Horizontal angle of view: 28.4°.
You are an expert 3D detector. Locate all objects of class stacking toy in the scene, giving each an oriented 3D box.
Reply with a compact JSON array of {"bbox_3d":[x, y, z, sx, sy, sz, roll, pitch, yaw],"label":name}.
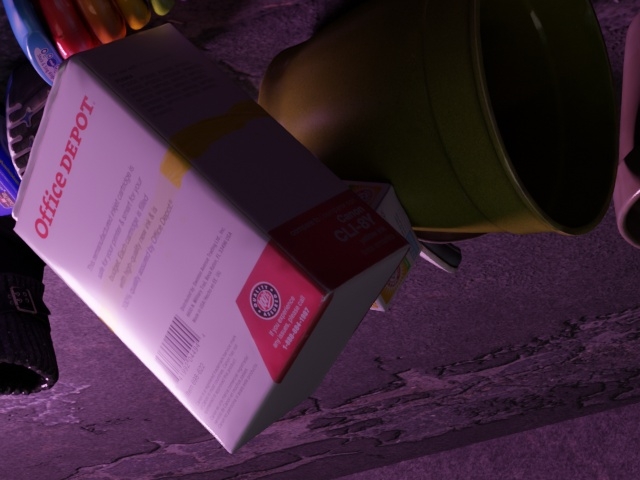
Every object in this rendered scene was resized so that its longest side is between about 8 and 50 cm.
[{"bbox_3d":[-0.197,-0.302,1.387,0.301,0.166,0.175,-23,156,-1],"label":"stacking toy"}]

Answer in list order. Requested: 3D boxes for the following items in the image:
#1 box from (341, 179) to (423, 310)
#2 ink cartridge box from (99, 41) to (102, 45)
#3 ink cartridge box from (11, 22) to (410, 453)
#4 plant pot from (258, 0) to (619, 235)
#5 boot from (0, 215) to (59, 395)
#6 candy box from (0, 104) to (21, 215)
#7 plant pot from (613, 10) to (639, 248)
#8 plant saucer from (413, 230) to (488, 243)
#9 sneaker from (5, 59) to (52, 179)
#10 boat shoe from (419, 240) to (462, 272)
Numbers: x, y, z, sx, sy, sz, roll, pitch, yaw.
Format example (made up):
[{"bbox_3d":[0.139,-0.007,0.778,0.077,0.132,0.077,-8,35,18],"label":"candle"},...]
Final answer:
[{"bbox_3d":[0.000,0.000,1.492,0.203,0.103,0.114,6,140,38],"label":"box"},{"bbox_3d":[-0.271,-0.147,1.592,0.067,0.198,0.115,20,168,31],"label":"ink cartridge box"},{"bbox_3d":[-0.133,-0.008,1.390,0.160,0.384,0.279,-31,158,-46],"label":"ink cartridge box"},{"bbox_3d":[0.125,-0.162,1.542,0.353,0.367,0.366,-10,156,34],"label":"plant pot"},{"bbox_3d":[-0.535,0.083,1.919,0.131,0.260,0.348,-24,149,31],"label":"boot"},{"bbox_3d":[-0.577,-0.117,1.664,0.317,0.122,0.268,-10,155,3],"label":"candy box"},{"bbox_3d":[0.518,-0.170,1.639,0.323,0.280,0.323,-6,153,-3],"label":"plant pot"},{"bbox_3d":[0.238,-0.115,1.868,0.310,0.050,0.311,-16,143,-13],"label":"plant saucer"},{"bbox_3d":[-0.355,-0.109,1.716,0.129,0.147,0.330,-29,135,-15],"label":"sneaker"},{"bbox_3d":[0.152,-0.041,2.005,0.099,0.116,0.319,-56,138,0],"label":"boat shoe"}]
